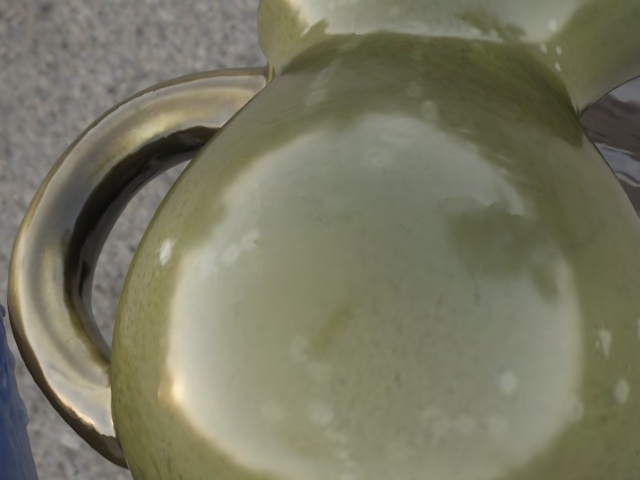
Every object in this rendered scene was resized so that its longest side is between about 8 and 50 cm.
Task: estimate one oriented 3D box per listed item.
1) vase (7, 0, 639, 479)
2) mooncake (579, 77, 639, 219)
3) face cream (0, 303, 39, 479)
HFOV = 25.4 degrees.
[{"bbox_3d":[0.000,0.000,0.655,0.329,0.241,0.302,-1,63,22],"label":"vase"},{"bbox_3d":[0.214,-0.138,1.063,0.133,0.245,0.245,18,72,-5],"label":"mooncake"},{"bbox_3d":[-0.285,0.152,0.825,0.249,0.249,0.225,-10,93,12],"label":"face cream"}]
